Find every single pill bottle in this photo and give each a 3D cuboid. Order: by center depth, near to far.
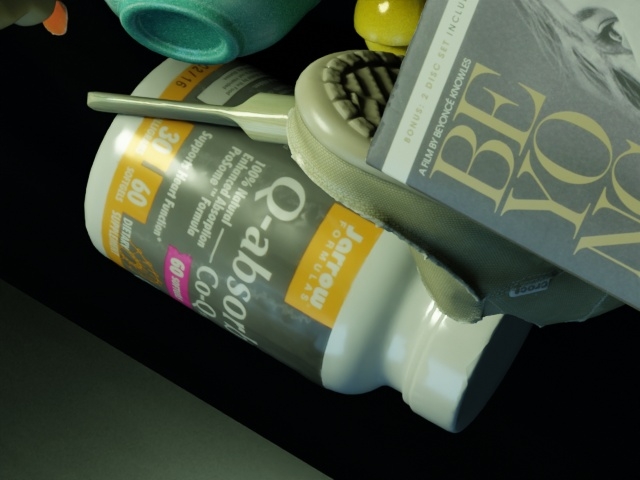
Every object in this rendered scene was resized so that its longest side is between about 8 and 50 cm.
[{"bbox_3d":[0.000,0.000,0.986,0.278,0.162,0.162,29,165,17],"label":"pill bottle"}]

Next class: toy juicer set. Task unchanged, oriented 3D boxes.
[{"bbox_3d":[-0.027,-0.135,0.800,0.209,0.089,0.329,15,161,1],"label":"toy juicer set"}]

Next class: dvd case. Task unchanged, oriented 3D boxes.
[{"bbox_3d":[0.139,-0.051,0.593,0.221,0.164,0.018,30,-152,16],"label":"dvd case"}]

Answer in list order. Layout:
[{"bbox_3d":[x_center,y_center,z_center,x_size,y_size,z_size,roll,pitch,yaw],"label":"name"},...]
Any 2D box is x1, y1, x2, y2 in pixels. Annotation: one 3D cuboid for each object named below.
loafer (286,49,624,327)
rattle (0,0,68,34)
[{"bbox_3d":[0.076,-0.009,0.773,0.268,0.092,0.102,24,-145,-39],"label":"loafer"},{"bbox_3d":[-0.176,-0.201,0.980,0.199,0.142,0.130,29,-151,-59],"label":"rattle"}]
